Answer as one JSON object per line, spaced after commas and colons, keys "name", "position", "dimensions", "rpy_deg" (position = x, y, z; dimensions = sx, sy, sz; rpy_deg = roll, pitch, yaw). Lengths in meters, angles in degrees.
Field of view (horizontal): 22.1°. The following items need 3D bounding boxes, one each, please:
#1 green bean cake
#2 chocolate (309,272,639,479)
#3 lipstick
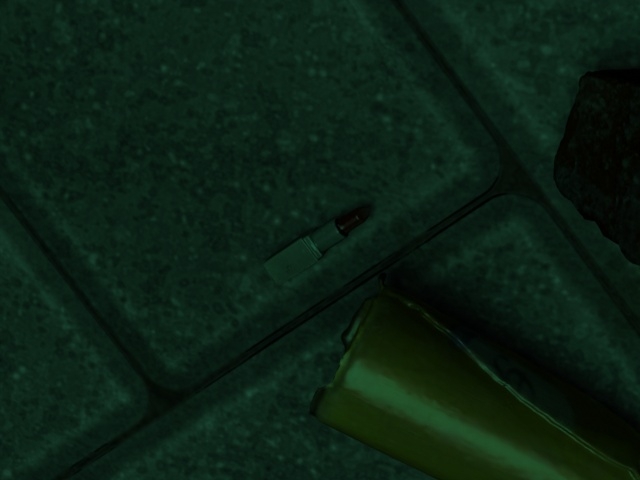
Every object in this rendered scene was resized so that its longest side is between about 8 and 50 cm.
{"name": "green bean cake", "position": [0.314, -0.080, 1.440], "dimensions": [0.097, 0.232, 0.198], "rpy_deg": [2, 116, -28]}
{"name": "chocolate", "position": [0.215, 0.199, 1.627], "dimensions": [0.445, 0.162, 0.162], "rpy_deg": [27, 116, 3]}
{"name": "lipstick", "position": [0.001, 0.000, 1.677], "dimensions": [0.129, 0.030, 0.030], "rpy_deg": [-34, 96, 27]}
